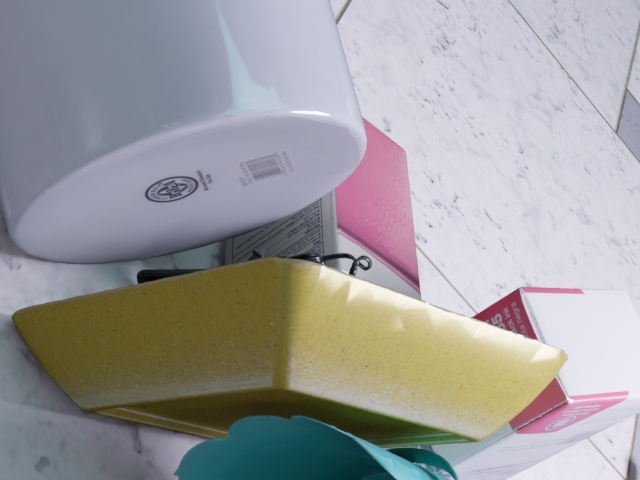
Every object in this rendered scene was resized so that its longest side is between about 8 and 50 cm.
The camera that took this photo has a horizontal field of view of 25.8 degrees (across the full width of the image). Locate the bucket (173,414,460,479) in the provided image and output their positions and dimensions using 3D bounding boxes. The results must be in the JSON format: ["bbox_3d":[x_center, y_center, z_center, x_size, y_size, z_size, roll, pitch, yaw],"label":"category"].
[{"bbox_3d":[0.008,0.276,1.072,0.183,0.281,0.281,27,45,-51],"label":"bucket"}]

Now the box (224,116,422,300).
[{"bbox_3d":[0.000,0.000,1.358,0.127,0.148,0.232,33,38,-35],"label":"box"}]

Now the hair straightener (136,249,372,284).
[{"bbox_3d":[-0.060,0.028,1.211,0.047,0.230,0.089,63,29,-32],"label":"hair straightener"}]

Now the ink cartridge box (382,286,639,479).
[{"bbox_3d":[0.157,0.159,1.332,0.207,0.283,0.117,3,59,-51],"label":"ink cartridge box"}]

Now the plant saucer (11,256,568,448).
[{"bbox_3d":[-0.027,0.111,1.121,0.332,0.333,0.081,19,68,-43],"label":"plant saucer"}]

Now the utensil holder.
[{"bbox_3d":[-0.160,-0.210,1.185,0.327,0.327,0.385,3,65,-50],"label":"utensil holder"}]
